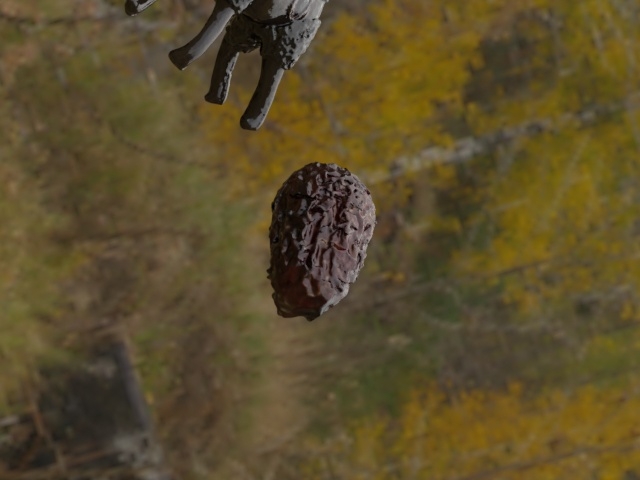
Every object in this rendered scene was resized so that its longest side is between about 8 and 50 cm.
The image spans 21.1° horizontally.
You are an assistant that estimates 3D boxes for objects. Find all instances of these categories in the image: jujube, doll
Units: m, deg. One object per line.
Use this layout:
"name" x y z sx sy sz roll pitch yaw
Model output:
"jujube" 0.002 -0.003 1.565 0.104 0.104 0.166 70 15 -44
"doll" -0.035 -0.163 1.059 0.057 0.165 0.139 42 2 34
